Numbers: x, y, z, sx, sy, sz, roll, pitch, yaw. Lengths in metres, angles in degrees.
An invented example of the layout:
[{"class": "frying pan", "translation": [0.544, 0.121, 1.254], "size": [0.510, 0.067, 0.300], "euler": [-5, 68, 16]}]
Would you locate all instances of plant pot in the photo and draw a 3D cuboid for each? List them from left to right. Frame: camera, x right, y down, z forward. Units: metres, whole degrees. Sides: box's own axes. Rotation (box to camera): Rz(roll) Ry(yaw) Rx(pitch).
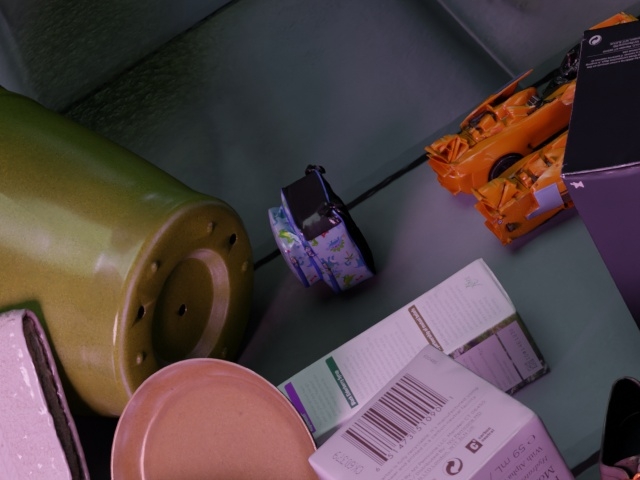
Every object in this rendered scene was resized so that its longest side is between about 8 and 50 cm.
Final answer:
[{"class": "plant pot", "translation": [-0.273, 0.033, 1.944], "size": [0.353, 0.366, 0.366], "euler": [14, 57, 29]}, {"class": "plant pot", "translation": [-0.091, 0.224, 1.728], "size": [0.236, 0.236, 0.032], "euler": [-6, 3, 29]}]

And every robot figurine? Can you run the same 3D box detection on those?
[{"class": "robot figurine", "translation": [0.263, -0.127, 1.916], "size": [0.291, 0.085, 0.211], "euler": [-37, 40, -5]}]

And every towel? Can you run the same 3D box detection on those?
[{"class": "towel", "translation": [-0.322, 0.213, 1.828], "size": [0.187, 0.282, 0.049], "euler": [-11, 12, 25]}]

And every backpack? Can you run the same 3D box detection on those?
[{"class": "backpack", "translation": [0.000, 0.000, 1.940], "size": [0.084, 0.114, 0.105], "euler": [-31, 36, 4]}]

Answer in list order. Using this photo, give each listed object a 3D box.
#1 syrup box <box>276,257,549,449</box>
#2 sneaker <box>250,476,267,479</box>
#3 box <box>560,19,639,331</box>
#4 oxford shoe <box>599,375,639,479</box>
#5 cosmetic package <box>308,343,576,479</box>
[{"class": "syrup box", "translation": [0.086, 0.131, 1.759], "size": [0.237, 0.093, 0.096], "euler": [-32, 39, 2]}, {"class": "sneaker", "translation": [-0.103, 0.244, 1.794], "size": [0.089, 0.051, 0.170], "euler": [-36, 22, -18]}, {"class": "box", "translation": [0.311, -0.042, 1.652], "size": [0.103, 0.261, 0.184], "euler": [-8, 46, 28]}, {"class": "oxford shoe", "translation": [0.264, 0.232, 1.526], "size": [0.097, 0.098, 0.271], "euler": [-19, 41, 17]}, {"class": "cosmetic package", "translation": [0.118, 0.220, 1.571], "size": [0.151, 0.184, 0.151], "euler": [-43, 39, -13]}]
